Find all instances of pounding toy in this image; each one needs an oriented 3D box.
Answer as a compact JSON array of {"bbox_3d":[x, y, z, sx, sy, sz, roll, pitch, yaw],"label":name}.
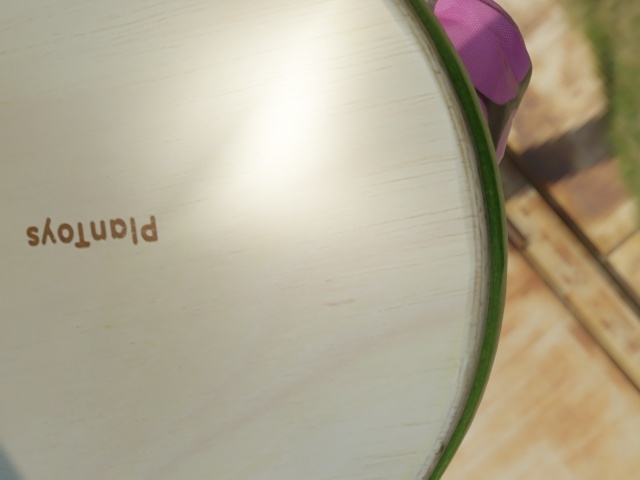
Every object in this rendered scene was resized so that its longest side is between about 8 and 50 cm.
[{"bbox_3d":[-0.053,-0.016,0.487,0.237,0.183,0.110,25,-164,18],"label":"pounding toy"}]

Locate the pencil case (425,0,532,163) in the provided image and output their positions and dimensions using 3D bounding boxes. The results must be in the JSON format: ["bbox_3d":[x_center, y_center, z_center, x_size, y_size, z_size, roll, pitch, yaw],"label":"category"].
[{"bbox_3d":[0.000,0.000,0.707,0.098,0.209,0.095,9,147,32],"label":"pencil case"}]
